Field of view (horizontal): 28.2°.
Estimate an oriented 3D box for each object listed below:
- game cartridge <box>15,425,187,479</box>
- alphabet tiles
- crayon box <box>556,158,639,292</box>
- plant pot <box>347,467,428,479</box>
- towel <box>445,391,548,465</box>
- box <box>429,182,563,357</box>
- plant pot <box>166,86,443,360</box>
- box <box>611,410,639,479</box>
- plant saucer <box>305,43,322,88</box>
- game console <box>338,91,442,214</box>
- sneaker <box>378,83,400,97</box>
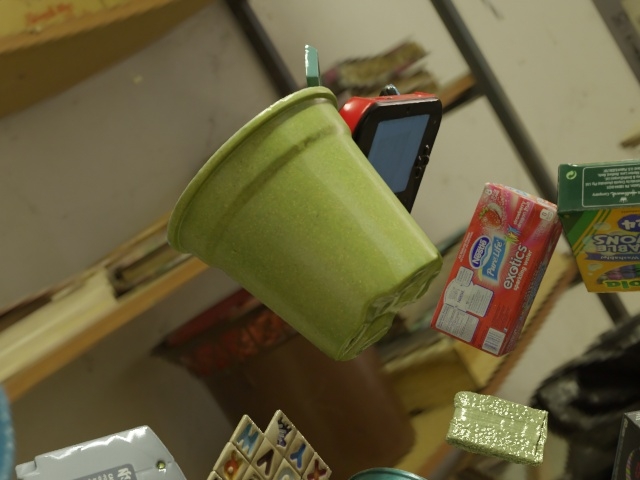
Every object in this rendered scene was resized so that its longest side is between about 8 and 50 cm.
[{"bbox_3d":[-0.227,0.362,1.475,0.196,0.294,0.060,-16,-36,-11],"label":"game cartridge"},{"bbox_3d":[-0.094,0.461,2.071,0.011,0.285,0.342,-8,39,40],"label":"alphabet tiles"},{"bbox_3d":[0.472,-0.006,1.849,0.203,0.083,0.323,-3,-27,20],"label":"crayon box"},{"bbox_3d":[0.097,0.554,2.057,0.271,0.271,0.255,-26,17,43],"label":"plant pot"},{"bbox_3d":[0.268,0.284,1.922,0.110,0.148,0.027,-69,-11,-46],"label":"towel"},{"bbox_3d":[0.291,0.045,2.062,0.122,0.128,0.257,-3,-65,-70],"label":"box"},{"bbox_3d":[0.000,0.000,1.546,0.276,0.254,0.276,-41,-14,-12],"label":"plant pot"},{"bbox_3d":[0.588,0.393,1.982,0.143,0.165,0.270,-7,26,-19],"label":"box"},{"bbox_3d":[-0.003,-0.171,1.714,0.018,0.192,0.067,-4,50,2],"label":"plant saucer"},{"bbox_3d":[0.089,-0.083,2.168,0.060,0.342,0.386,19,15,23],"label":"game console"},{"bbox_3d":[0.091,-0.200,2.342,0.188,0.078,0.067,-63,30,9],"label":"sneaker"}]
